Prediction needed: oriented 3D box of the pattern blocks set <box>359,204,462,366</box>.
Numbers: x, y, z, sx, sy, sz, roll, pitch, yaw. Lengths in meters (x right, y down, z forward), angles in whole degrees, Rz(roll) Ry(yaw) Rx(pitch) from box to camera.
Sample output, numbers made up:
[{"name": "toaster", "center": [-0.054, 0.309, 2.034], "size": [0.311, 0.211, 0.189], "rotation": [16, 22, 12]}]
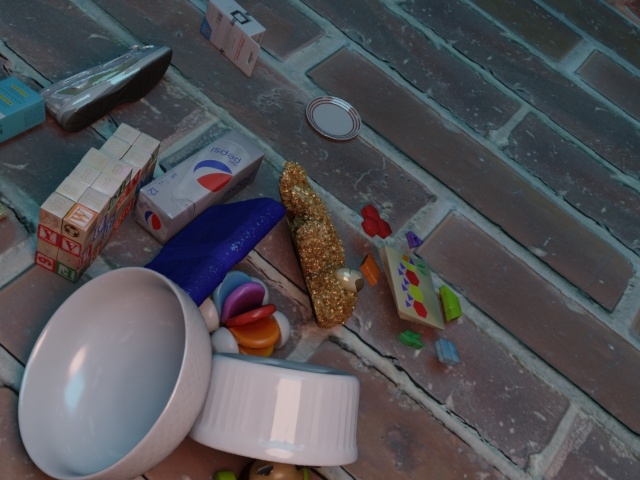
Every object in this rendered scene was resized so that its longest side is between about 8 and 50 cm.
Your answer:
[{"name": "pattern blocks set", "center": [0.184, 0.095, 1.675], "size": [0.285, 0.026, 0.325], "rotation": [31, 37, -28]}]

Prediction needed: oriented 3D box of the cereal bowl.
[{"name": "cereal bowl", "center": [-0.304, 0.221, 1.293], "size": [0.141, 0.338, 0.339], "rotation": [42, 30, -50]}]

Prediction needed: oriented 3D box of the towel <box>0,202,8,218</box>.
[{"name": "towel", "center": [-0.661, -0.073, 1.515], "size": [0.148, 0.027, 0.110], "rotation": [41, 49, 13]}]

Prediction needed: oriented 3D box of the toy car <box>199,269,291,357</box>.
[{"name": "toy car", "center": [-0.141, 0.132, 1.502], "size": [0.159, 0.136, 0.182], "rotation": [-20, 64, -33]}]

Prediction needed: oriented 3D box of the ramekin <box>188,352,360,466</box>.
[{"name": "ramekin", "center": [-0.066, 0.264, 1.322], "size": [0.277, 0.277, 0.135], "rotation": [11, 85, -15]}]

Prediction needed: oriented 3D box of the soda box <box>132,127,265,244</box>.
[{"name": "soda box", "center": [-0.244, -0.114, 1.674], "size": [0.091, 0.098, 0.286], "rotation": [41, 49, 10]}]

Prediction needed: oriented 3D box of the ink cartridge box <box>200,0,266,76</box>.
[{"name": "ink cartridge box", "center": [-0.199, -0.493, 1.977], "size": [0.180, 0.104, 0.060], "rotation": [45, 50, 13]}]

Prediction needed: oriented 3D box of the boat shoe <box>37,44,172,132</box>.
[{"name": "boat shoe", "center": [-0.448, -0.346, 1.757], "size": [0.103, 0.118, 0.320], "rotation": [43, 57, 7]}]

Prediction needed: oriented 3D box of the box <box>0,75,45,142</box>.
[{"name": "box", "center": [-0.667, -0.232, 1.601], "size": [0.100, 0.060, 0.244], "rotation": [34, 48, 19]}]

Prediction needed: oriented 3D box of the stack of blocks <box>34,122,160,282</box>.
[{"name": "stack of blocks", "center": [-0.409, -0.087, 1.536], "size": [0.087, 0.171, 0.297], "rotation": [27, 48, -1]}]

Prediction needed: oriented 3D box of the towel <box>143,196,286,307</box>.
[{"name": "towel", "center": [-0.217, 0.039, 1.514], "size": [0.308, 0.227, 0.076], "rotation": [-49, 121, -39]}]

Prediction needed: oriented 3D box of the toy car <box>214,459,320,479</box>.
[{"name": "toy car", "center": [-0.068, 0.394, 1.298], "size": [0.155, 0.188, 0.149], "rotation": [0, 55, -23]}]

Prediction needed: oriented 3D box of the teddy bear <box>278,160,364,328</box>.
[{"name": "teddy bear", "center": [0.000, 0.000, 1.612], "size": [0.113, 0.245, 0.338], "rotation": [-17, 53, -4]}]

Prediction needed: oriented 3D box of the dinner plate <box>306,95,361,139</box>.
[{"name": "dinner plate", "center": [0.031, -0.292, 1.977], "size": [0.141, 0.017, 0.141], "rotation": [11, 50, -14]}]
